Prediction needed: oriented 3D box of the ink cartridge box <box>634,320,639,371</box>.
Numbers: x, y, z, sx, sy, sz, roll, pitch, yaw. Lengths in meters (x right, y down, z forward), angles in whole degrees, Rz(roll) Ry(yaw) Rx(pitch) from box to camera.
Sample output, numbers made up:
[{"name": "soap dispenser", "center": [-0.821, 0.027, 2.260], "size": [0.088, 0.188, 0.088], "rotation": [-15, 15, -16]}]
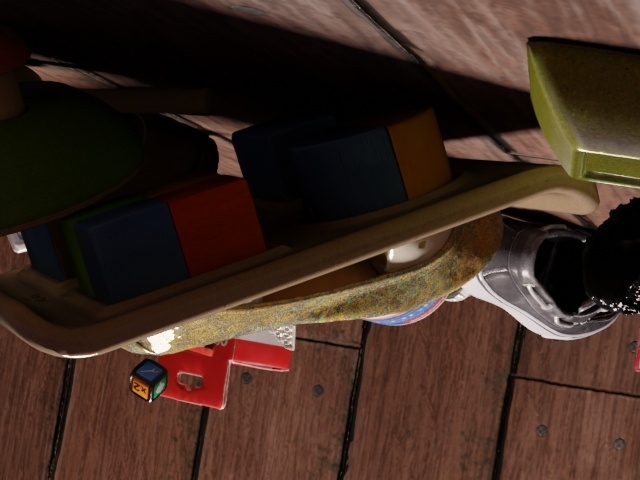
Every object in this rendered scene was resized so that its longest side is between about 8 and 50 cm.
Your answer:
[{"name": "ink cartridge box", "center": [0.332, 0.059, 1.717], "size": [0.072, 0.127, 0.175], "rotation": [8, 177, 2]}]

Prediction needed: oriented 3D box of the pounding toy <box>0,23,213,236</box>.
[{"name": "pounding toy", "center": [-0.195, -0.087, 1.177], "size": [0.183, 0.110, 0.237], "rotation": [-4, -159, 24]}]

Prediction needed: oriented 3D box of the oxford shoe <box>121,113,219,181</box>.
[{"name": "oxford shoe", "center": [-0.191, -0.075, 1.444], "size": [0.227, 0.082, 0.096], "rotation": [-2, 162, 35]}]

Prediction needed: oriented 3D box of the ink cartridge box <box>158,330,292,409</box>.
[{"name": "ink cartridge box", "center": [-0.089, 0.056, 1.977], "size": [0.078, 0.231, 0.134], "rotation": [12, 176, -37]}]

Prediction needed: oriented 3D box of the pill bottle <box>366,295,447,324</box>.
[{"name": "pill bottle", "center": [0.064, 0.018, 1.818], "size": [0.124, 0.124, 0.221], "rotation": [9, 177, 12]}]

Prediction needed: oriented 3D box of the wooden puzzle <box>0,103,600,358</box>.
[{"name": "wooden puzzle", "center": [-0.051, -0.021, 1.189], "size": [0.348, 0.080, 0.322], "rotation": [-15, -172, -17]}]

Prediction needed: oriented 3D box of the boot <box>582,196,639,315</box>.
[{"name": "boot", "center": [0.289, 0.023, 1.461], "size": [0.207, 0.094, 0.246], "rotation": [7, 171, -15]}]

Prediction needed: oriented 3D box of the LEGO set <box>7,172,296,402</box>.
[{"name": "LEGO set", "center": [-0.134, 0.028, 1.494], "size": [0.182, 0.060, 0.244], "rotation": [-14, -132, -22]}]

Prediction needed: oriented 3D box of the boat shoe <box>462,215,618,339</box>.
[{"name": "boat shoe", "center": [0.243, 0.036, 1.877], "size": [0.102, 0.108, 0.301], "rotation": [8, 170, 35]}]

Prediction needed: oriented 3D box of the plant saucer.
[{"name": "plant saucer", "center": [0.192, -0.049, 0.951], "size": [0.188, 0.045, 0.188], "rotation": [9, 176, 7]}]

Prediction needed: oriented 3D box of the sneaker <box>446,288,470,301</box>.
[{"name": "sneaker", "center": [0.136, 0.018, 2.099], "size": [0.106, 0.078, 0.234], "rotation": [13, 172, -17]}]

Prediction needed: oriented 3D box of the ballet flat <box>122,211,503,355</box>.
[{"name": "ballet flat", "center": [0.000, 0.000, 1.429], "size": [0.349, 0.123, 0.123], "rotation": [-13, -173, -24]}]
